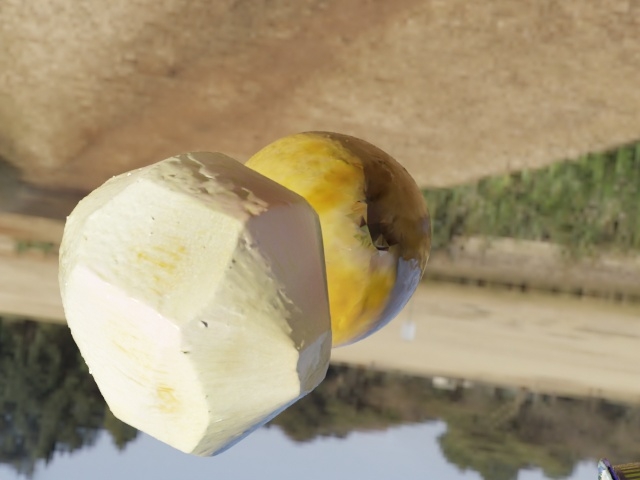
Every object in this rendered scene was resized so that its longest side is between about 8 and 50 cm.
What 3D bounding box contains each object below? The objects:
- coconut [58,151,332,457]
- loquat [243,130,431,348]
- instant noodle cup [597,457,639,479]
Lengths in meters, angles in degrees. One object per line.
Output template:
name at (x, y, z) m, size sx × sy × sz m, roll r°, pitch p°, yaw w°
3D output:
coconut at (-0.085, 0.051, 1.099) m, size 0.236 × 0.237 × 0.197 m, roll 6°, pitch -154°, yaw 39°
loquat at (0.000, 0.000, 1.676) m, size 0.263 × 0.263 × 0.263 m, roll 8°, pitch 177°, yaw 0°
instant noodle cup at (0.506, 0.355, 1.614) m, size 0.312 × 0.284 × 0.284 m, roll -13°, pitch 176°, yaw 2°
